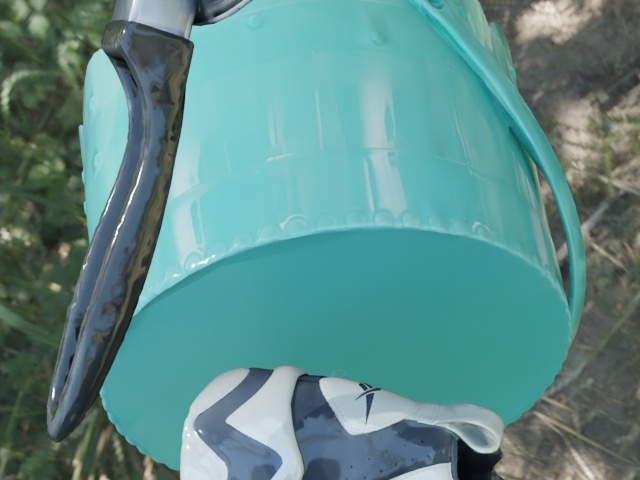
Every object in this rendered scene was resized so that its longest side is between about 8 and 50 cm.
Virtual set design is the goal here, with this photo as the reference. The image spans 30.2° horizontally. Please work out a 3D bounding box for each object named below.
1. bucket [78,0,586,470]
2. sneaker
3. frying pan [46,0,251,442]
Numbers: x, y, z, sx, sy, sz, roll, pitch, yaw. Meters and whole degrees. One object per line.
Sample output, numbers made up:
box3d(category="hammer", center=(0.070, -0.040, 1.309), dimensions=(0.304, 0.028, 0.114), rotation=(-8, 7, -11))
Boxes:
box3d(category="bucket", center=(0.000, 0.000, 0.649), dimensions=(0.281, 0.281, 0.183), rotation=(-27, 49, 22))
box3d(category="sneaker", center=(0.035, 0.164, 0.488), dimensions=(0.153, 0.094, 0.234), rotation=(-2, 100, 14))
box3d(category="frying pan", center=(-0.046, -0.115, 0.413), dimensions=(0.326, 0.053, 0.197), rotation=(-57, 28, 18))
